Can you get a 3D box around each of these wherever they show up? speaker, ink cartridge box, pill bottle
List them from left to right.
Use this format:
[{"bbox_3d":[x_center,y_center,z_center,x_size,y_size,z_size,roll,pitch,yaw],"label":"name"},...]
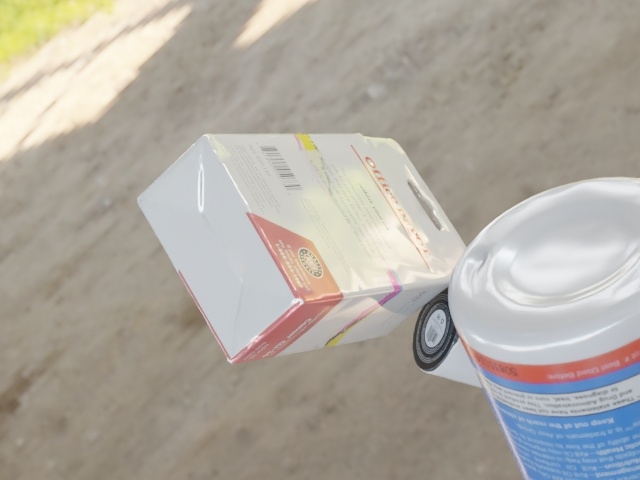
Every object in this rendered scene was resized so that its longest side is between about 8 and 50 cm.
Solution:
[{"bbox_3d":[0.000,0.000,1.023,0.067,0.115,0.198,-42,-21,30],"label":"ink cartridge box"},{"bbox_3d":[0.128,0.071,1.070,0.055,0.136,0.055,-44,37,47],"label":"speaker"},{"bbox_3d":[0.153,0.090,0.837,0.124,0.221,0.124,-18,31,11],"label":"pill bottle"}]
